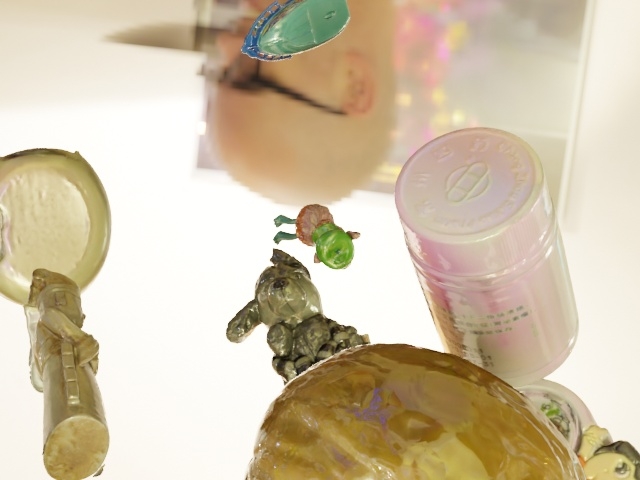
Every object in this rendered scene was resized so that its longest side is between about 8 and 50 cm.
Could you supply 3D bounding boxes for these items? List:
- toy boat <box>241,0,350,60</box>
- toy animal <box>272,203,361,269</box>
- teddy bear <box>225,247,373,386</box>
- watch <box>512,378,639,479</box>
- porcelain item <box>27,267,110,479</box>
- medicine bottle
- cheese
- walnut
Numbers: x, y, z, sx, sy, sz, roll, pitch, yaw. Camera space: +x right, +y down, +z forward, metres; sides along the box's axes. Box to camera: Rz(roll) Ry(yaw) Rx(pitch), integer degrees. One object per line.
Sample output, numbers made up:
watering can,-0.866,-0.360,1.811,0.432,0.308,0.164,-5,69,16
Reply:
toy boat,-0.053,-0.292,2.046,0.110,0.091,0.175,11,-145,45
toy animal,0.000,0.000,2.394,0.100,0.103,0.208,-39,-156,-17
teddy bear,-0.050,0.131,2.301,0.251,0.171,0.144,50,174,18
watch,0.248,0.288,1.599,0.244,0.231,0.196,17,-122,19
porcelain item,-0.214,0.102,1.255,0.054,0.084,0.213,5,-145,-19
medicine bottle,0.171,0.021,1.509,0.152,0.254,0.152,-9,-130,11
cheese,-0.325,0.036,1.751,0.163,0.286,0.082,-1,179,-14
walnut,0.088,0.254,1.370,0.333,0.332,0.333,6,-170,-1
